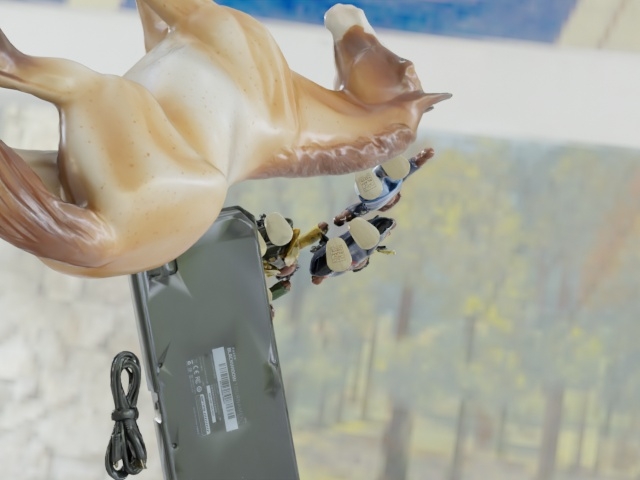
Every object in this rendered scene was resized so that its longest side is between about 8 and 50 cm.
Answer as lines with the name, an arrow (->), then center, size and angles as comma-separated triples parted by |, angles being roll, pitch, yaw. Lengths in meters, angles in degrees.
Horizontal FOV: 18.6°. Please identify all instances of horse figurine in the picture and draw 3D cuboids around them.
horse figurine -> -0.070, -0.056, 0.692 | 0.066, 0.174, 0.263 | -39, 3, 32

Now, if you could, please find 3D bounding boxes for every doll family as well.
doll family -> 0.000, 0.000, 1.336 | 0.193, 0.076, 0.111 | -24, -11, 1

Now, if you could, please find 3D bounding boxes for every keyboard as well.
keyboard -> -0.067, 0.079, 0.991 | 0.108, 0.180, 0.023 | -13, 5, -37
